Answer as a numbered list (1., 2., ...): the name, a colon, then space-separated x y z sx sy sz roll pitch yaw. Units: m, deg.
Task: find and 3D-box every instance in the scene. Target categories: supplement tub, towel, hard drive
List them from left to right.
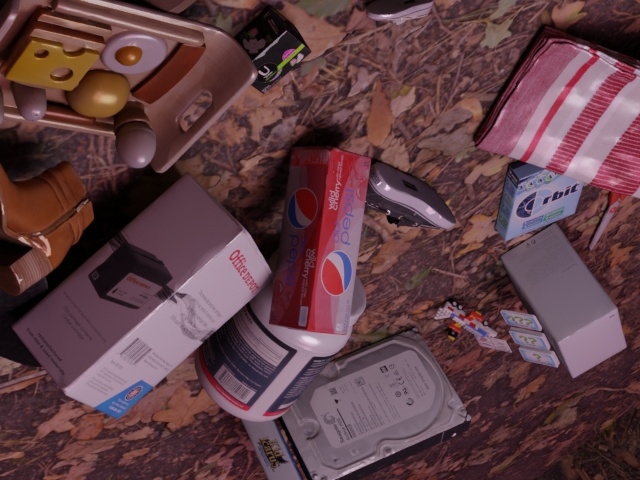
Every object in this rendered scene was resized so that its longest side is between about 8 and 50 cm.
1. supplement tub: -0.068 0.149 1.635 0.191 0.191 0.272 5 134 -43
2. hard drive: 0.095 0.332 1.976 0.338 0.237 0.064 -21 146 -13
3. towel: 0.441 -0.187 1.585 0.328 0.037 0.237 17 133 -12

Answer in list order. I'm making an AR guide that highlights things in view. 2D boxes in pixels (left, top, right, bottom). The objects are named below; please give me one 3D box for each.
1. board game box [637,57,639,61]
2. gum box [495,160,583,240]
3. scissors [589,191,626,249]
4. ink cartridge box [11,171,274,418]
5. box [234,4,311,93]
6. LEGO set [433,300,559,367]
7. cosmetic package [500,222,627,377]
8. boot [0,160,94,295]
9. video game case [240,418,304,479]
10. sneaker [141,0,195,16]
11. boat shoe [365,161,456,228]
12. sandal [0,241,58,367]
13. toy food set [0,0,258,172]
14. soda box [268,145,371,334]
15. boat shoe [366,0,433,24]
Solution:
1. board game box: 0.704 -0.268 1.598 0.308 0.302 0.086 -49 -175 27
2. gum box: 0.406 -0.091 1.824 0.156 0.041 0.184 -21 146 -14
3. scissors: 0.603 -0.078 2.017 0.109 0.021 0.297 -26 146 -10
4. ink cartridge box: -0.232 0.083 1.376 0.307 0.129 0.223 -42 161 -8
5. box: -0.066 -0.236 1.240 0.083 0.052 0.062 -39 147 16
6. LEGO set: 0.345 0.198 2.038 0.060 0.244 0.182 -60 138 -24
7. cosmetic package: 0.492 0.126 2.019 0.138 0.225 0.224 -33 147 4
8. boot: -0.336 -0.053 1.150 0.152 0.072 0.197 -53 148 -43
9. video game case: -0.084 0.432 1.961 0.061 0.244 0.270 -27 148 -7
10. sneaker: -0.125 -0.316 1.069 0.188 0.066 0.071 -40 146 14
11. boat shoe: 0.133 -0.056 1.625 0.076 0.080 0.228 -39 146 24
12. sandal: -0.431 0.069 1.343 0.167 0.107 0.446 -28 160 -5
13. toy food set: -0.253 -0.160 1.113 0.306 0.092 0.219 5 148 -43
14. soda box: 0.000 0.000 1.442 0.092 0.083 0.264 11 86 -46
15. boat shoe: 0.102 -0.298 1.308 0.100 0.035 0.035 -21 144 -27
